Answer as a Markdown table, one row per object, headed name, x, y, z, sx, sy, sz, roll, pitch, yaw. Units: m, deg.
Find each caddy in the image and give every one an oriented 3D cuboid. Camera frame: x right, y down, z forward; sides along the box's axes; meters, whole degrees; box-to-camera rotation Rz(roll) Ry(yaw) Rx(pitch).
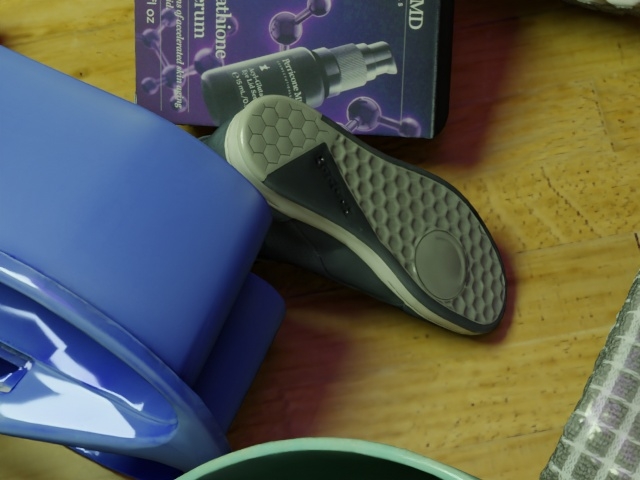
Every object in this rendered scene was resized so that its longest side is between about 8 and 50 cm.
| name | x | y | z | sx | sy | sz | roll | pitch | yaw |
| --- | --- | --- | --- | --- | --- | --- | --- | --- | --- |
| caddy | -0.183 | 0.027 | 0.836 | 0.341 | 0.241 | 0.179 | 24 | 62 | 18 |

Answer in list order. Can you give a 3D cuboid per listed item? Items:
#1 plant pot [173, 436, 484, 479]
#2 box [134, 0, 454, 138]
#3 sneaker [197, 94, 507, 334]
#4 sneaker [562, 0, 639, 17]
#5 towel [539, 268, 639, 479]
| name | x | y | z | sx | sy | sz | roll | pitch | yaw |
| --- | --- | --- | --- | --- | --- | --- | --- | --- | --- |
| plant pot | 0.057 | 0.234 | 0.546 | 0.293 | 0.235 | 0.293 | -10 | 72 | 34 |
| box | -0.014 | -0.156 | 0.941 | 0.207 | 0.108 | 0.153 | 3 | 107 | 9 |
| sneaker | 0.000 | -0.002 | 0.918 | 0.226 | 0.163 | 0.086 | 35 | 59 | -22 |
| sneaker | 0.153 | -0.236 | 0.979 | 0.281 | 0.105 | 0.115 | 26 | 103 | 18 |
| towel | 0.285 | 0.077 | 0.822 | 0.235 | 0.121 | 0.283 | 23 | 68 | 16 |
